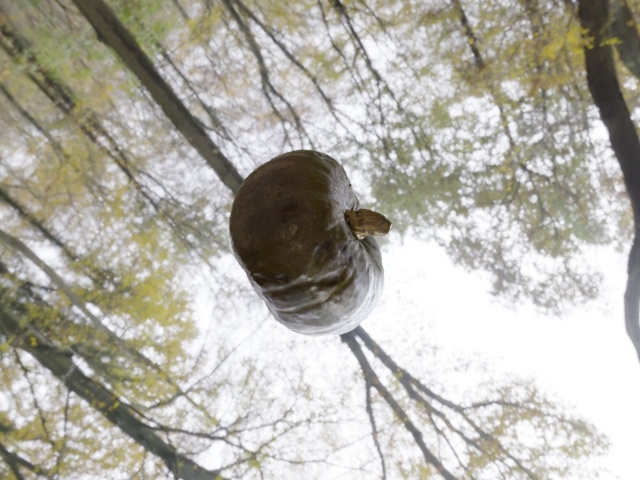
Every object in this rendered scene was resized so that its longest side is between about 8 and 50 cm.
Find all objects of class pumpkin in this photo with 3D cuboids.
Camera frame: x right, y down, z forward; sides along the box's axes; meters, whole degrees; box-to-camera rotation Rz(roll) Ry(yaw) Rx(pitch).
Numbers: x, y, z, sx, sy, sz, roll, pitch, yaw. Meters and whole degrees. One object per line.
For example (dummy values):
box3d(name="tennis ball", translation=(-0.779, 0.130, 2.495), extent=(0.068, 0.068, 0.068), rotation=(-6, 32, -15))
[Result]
box3d(name="pumpkin", translation=(0.000, 0.000, 0.760), extent=(0.162, 0.219, 0.219), rotation=(-19, -144, 16))
